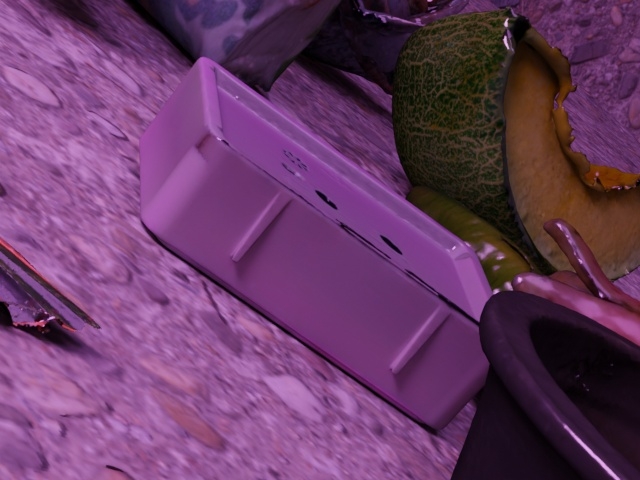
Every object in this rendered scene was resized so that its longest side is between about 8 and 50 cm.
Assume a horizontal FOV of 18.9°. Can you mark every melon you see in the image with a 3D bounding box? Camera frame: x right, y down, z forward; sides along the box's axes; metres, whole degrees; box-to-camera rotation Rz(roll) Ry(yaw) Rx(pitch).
[{"bbox_3d":[0.124,-0.048,1.408,0.169,0.129,0.265,12,-22,43],"label":"melon"}]

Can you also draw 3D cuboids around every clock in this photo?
[{"bbox_3d":[0.000,0.000,1.005,0.197,0.063,0.150,35,14,-17],"label":"clock"}]

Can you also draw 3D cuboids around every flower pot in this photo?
[{"bbox_3d":[0.110,0.143,0.650,0.235,0.148,0.235,34,14,-9],"label":"flower pot"}]

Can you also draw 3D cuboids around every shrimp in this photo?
[{"bbox_3d":[0.027,-0.209,1.589,0.372,0.137,0.172,26,8,-19],"label":"shrimp"}]

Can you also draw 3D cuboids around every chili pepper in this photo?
[{"bbox_3d":[0.109,0.040,1.178,0.085,0.076,0.359,9,23,-15],"label":"chili pepper"}]

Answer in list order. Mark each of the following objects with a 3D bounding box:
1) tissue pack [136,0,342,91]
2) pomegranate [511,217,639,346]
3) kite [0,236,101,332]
[{"bbox_3d":[-0.086,-0.289,1.368,0.311,0.228,0.128,46,14,22],"label":"tissue pack"},{"bbox_3d":[0.230,0.126,0.858,0.323,0.291,0.291,11,16,-2],"label":"pomegranate"},{"bbox_3d":[-0.176,-0.013,0.678,0.241,0.014,0.183,21,25,-54],"label":"kite"}]
